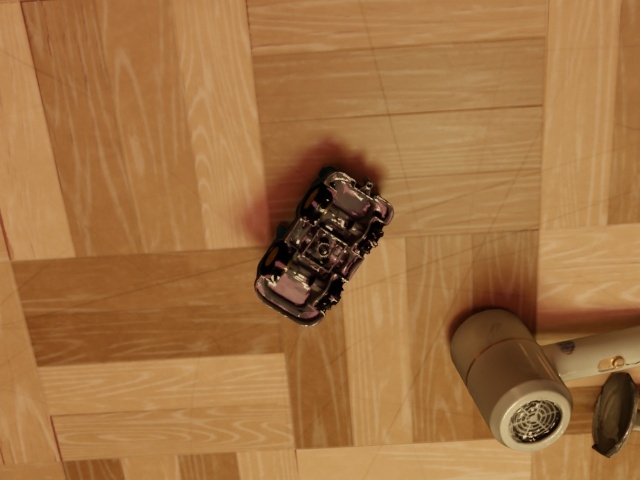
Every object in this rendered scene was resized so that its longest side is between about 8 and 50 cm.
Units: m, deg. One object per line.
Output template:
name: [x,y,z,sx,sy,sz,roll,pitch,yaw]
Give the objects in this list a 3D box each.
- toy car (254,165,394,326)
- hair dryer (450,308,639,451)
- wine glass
toy car: [0.000,0.000,1.306,0.097,0.100,0.191,33,96,-17]
hair dryer: [0.358,0.147,1.364,0.357,0.173,0.108,-12,122,-8]
wine glass: [0.491,0.257,1.432,0.241,0.126,0.126,16,119,-9]
